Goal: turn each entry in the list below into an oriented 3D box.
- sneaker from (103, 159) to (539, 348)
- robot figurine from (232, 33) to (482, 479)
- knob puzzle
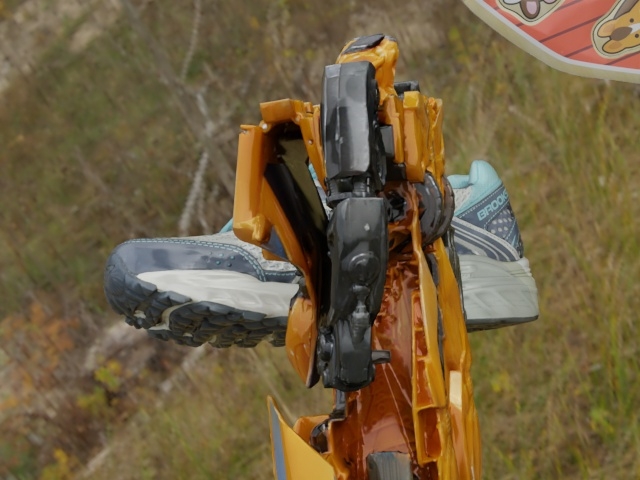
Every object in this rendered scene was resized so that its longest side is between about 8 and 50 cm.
[{"bbox_3d":[0.000,0.000,0.811,0.110,0.283,0.122,-22,71,57],"label":"sneaker"},{"bbox_3d":[0.022,0.057,0.586,0.085,0.290,0.211,-6,2,12],"label":"robot figurine"},{"bbox_3d":[0.173,-0.180,0.784,0.213,0.213,0.030,-27,14,2],"label":"knob puzzle"}]
